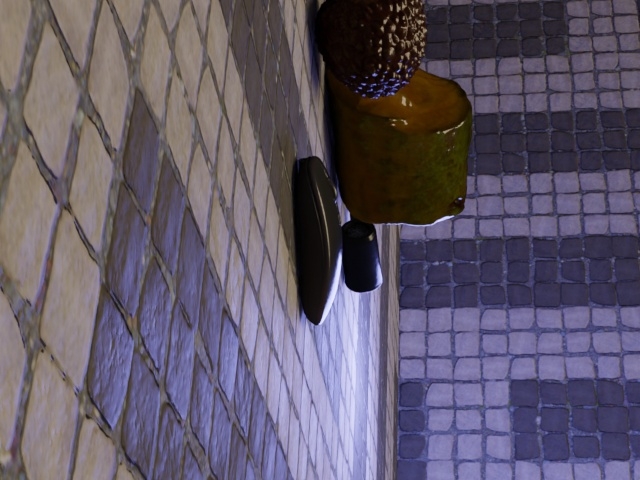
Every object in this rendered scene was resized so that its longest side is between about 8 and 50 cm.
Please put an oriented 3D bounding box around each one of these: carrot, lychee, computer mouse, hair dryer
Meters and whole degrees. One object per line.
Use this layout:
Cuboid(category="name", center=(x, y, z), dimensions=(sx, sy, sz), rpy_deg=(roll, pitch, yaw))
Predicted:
Cuboid(category="carrot", center=(0.137, -0.179, 2.045), dimensions=(0.241, 0.241, 0.341), rpy_deg=(-80, 168, -57))
Cuboid(category="lychee", center=(0.084, -0.311, 1.841), dimensions=(0.188, 0.188, 0.188), rpy_deg=(-1, 90, -83))
Cuboid(category="computer mouse", center=(0.001, 0.000, 1.646), dimensions=(0.120, 0.057, 0.232), rpy_deg=(-63, 151, -76))
Cuboid(category="hair dryer", center=(0.067, -0.035, 2.211), dimensions=(0.255, 0.069, 0.128), rpy_deg=(-94, 176, -48))
